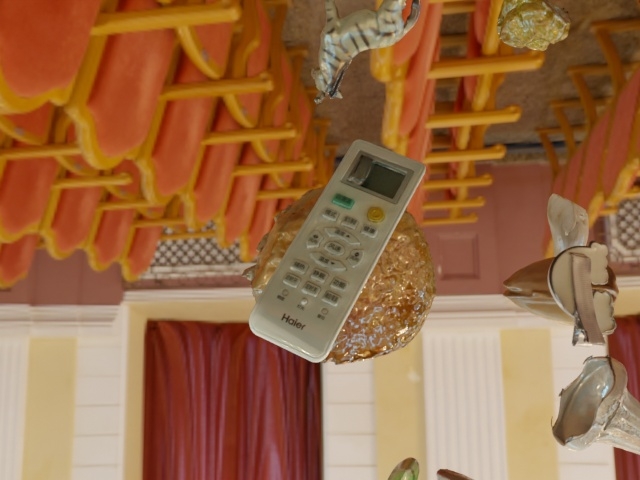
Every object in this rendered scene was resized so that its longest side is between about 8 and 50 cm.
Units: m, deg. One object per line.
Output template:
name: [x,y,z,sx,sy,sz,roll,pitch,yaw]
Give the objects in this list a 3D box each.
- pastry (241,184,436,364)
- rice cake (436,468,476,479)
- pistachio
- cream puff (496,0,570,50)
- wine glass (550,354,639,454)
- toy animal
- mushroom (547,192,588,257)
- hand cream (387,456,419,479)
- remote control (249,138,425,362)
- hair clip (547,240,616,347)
pastry: [0.041,0.053,1.220,0.329,0.330,0.136,1,-174,-8]
rice cake: [0.306,0.480,1.375,0.081,0.051,0.290,11,172,-14]
pistachio: [0.562,0.113,1.710,0.260,0.163,0.212,7,179,18]
cream puff: [0.428,-0.448,1.499,0.156,0.121,0.156,22,143,18]
wine glass: [0.488,0.295,1.149,0.196,0.165,0.165,31,170,3]
toy animal: [0.059,-0.320,1.138,0.216,0.176,0.073,-9,-168,28]
mushroom: [0.690,-0.008,2.035,0.108,0.247,0.096,-3,-170,-6]
hand cream: [0.129,0.398,1.184,0.046,0.095,0.175,29,-177,13]
remote control: [0.025,0.007,0.890,0.103,0.293,0.051,24,157,14]
hair clip: [0.501,0.097,1.389,0.140,0.220,0.054,7,157,-15]
